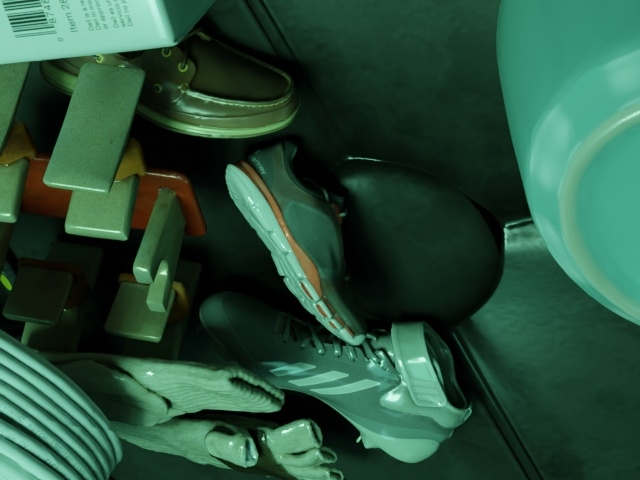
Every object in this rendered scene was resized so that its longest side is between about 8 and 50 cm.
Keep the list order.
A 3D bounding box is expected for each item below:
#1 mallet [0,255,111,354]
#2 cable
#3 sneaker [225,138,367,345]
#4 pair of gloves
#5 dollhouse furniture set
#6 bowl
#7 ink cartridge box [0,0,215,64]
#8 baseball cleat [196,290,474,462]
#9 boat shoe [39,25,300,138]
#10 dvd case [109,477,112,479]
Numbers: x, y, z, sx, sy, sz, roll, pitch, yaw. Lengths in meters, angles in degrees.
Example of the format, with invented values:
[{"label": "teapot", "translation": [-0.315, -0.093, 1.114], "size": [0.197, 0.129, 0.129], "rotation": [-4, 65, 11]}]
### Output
[{"label": "mallet", "translation": [-0.231, 0.050, 1.443], "size": [0.062, 0.039, 0.189], "rotation": [-24, 114, 31]}, {"label": "cable", "translation": [-0.258, 0.115, 1.292], "size": [0.257, 0.089, 0.257], "rotation": [3, 146, 46]}, {"label": "sneaker", "translation": [0.000, 0.000, 1.289], "size": [0.158, 0.065, 0.061], "rotation": [58, 167, -20]}, {"label": "pair of gloves", "translation": [-0.102, 0.131, 1.375], "size": [0.204, 0.042, 0.240], "rotation": [4, 160, 24]}, {"label": "dollhouse furniture set", "translation": [-0.206, -0.039, 1.281], "size": [0.259, 0.135, 0.262], "rotation": [8, 152, 10]}, {"label": "bowl", "translation": [0.237, -0.059, 1.089], "size": [0.311, 0.163, 0.311], "rotation": [11, 132, 12]}, {"label": "ink cartridge box", "translation": [-0.216, -0.215, 1.135], "size": [0.278, 0.117, 0.201], "rotation": [-3, 120, 23]}, {"label": "baseball cleat", "translation": [0.017, 0.077, 1.362], "size": [0.206, 0.072, 0.109], "rotation": [32, 121, -17]}, {"label": "boat shoe", "translation": [-0.099, -0.115, 1.229], "size": [0.178, 0.064, 0.060], "rotation": [16, 135, 10]}, {"label": "dvd case", "translation": [-0.247, 0.262, 1.633], "size": [0.179, 0.029, 0.239], "rotation": [38, 130, -14]}]
